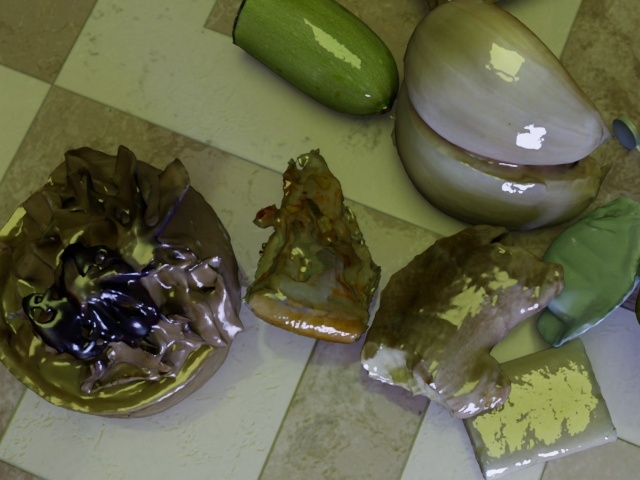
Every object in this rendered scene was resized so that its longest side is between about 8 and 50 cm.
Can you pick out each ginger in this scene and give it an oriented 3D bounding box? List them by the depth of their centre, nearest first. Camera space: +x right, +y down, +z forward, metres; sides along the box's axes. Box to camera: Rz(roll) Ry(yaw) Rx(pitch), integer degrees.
[{"bbox_3d":[0.179,0.102,1.177,0.275,0.130,0.221,-28,53,2],"label":"ginger"}]

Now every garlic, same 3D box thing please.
[{"bbox_3d":[0.222,-0.157,1.217,0.249,0.286,0.313,-24,68,-46],"label":"garlic"}]

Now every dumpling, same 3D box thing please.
[{"bbox_3d":[0.360,0.045,1.212,0.152,0.108,0.219,22,83,49],"label":"dumpling"}]

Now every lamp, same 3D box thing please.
[{"bbox_3d":[0.445,-0.079,1.284,0.056,0.050,0.198,-30,76,-5],"label":"lamp"}]

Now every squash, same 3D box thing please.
[{"bbox_3d":[0.007,-0.263,1.312,0.247,0.132,0.132,35,78,8],"label":"squash"}]

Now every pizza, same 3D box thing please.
[{"bbox_3d":[0.000,0.000,1.222,0.189,0.071,0.297,27,43,-16],"label":"pizza"}]

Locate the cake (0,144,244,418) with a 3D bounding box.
[{"bbox_3d":[-0.256,0.047,1.134,0.332,0.321,0.333,0,73,0],"label":"cake"}]

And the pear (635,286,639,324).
[{"bbox_3d":[0.573,0.039,1.106,0.413,0.352,0.352,-30,76,-11],"label":"pear"}]

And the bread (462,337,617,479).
[{"bbox_3d":[0.267,0.214,1.203,0.178,0.060,0.140,-15,74,-2],"label":"bread"}]

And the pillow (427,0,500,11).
[{"bbox_3d":[0.239,-0.479,1.365,0.312,0.119,0.310,-24,77,-7],"label":"pillow"}]
